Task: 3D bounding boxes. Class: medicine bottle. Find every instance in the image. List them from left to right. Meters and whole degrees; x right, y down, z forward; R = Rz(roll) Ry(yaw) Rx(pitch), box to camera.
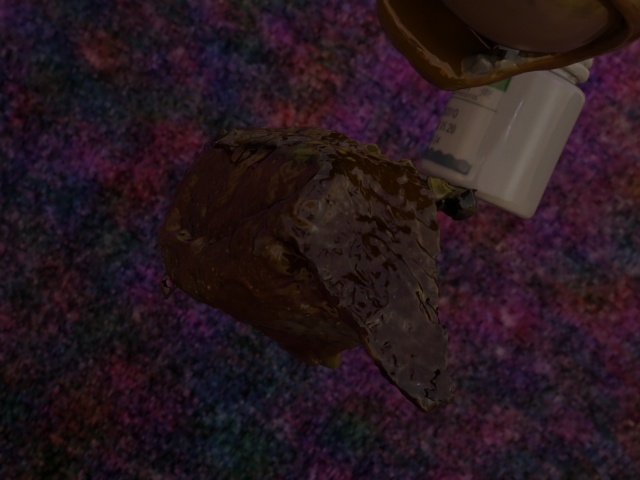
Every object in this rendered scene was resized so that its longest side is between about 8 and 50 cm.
[{"bbox_3d":[0.210,-0.154,1.156,0.139,0.236,0.139,22,5,-2],"label":"medicine bottle"}]

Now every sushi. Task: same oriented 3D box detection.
[{"bbox_3d":[-0.001,-0.002,0.746,0.179,0.166,0.296,29,-8,-30],"label":"sushi"}]

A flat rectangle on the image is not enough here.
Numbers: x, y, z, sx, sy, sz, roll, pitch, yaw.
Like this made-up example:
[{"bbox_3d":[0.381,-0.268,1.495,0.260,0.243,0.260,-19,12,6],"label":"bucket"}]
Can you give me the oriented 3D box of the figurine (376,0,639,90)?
[{"bbox_3d":[0.215,-0.273,0.694,0.401,0.387,0.268,-4,71,-13],"label":"figurine"}]
